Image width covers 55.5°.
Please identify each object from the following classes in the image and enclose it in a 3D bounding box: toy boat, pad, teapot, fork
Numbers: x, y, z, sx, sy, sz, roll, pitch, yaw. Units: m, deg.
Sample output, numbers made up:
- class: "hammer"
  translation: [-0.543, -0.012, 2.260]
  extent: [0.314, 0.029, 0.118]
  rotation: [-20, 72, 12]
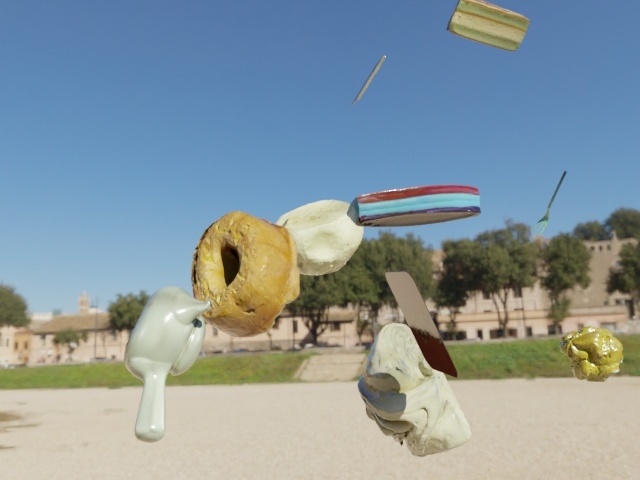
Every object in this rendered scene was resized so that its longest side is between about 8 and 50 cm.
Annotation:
- class: "toy boat"
  translation: [0.258, -0.088, 1.570]
  extent: [0.392, 0.079, 0.136]
  rotation: [-5, -27, -22]
- class: "pad"
  translation: [0.232, 0.191, 1.414]
  extent: [0.004, 0.267, 0.181]
  rotation: [-27, 3, -13]
- class: "teapot"
  translation: [-0.341, 0.251, 1.282]
  extent: [0.149, 0.318, 0.220]
  rotation: [25, -22, -11]
- class: "fork"
  translation: [0.776, -0.124, 2.040]
  extent: [0.021, 0.235, 0.039]
  rotation: [-2, 31, -40]

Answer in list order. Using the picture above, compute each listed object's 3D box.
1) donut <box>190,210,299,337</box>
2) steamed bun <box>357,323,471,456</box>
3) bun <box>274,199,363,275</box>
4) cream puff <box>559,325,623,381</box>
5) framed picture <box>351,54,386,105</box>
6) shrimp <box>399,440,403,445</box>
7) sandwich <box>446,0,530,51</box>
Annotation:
- class: "donut"
  translation: [-0.192, 0.081, 1.506]
  extent: [0.317, 0.299, 0.150]
  rotation: [26, -3, 45]
- class: "steamed bun"
  translation: [0.241, 0.441, 1.703]
  extent: [0.247, 0.339, 0.352]
  rotation: [-30, -53, 5]
- class: "bun"
  translation: [0.000, 0.000, 2.270]
  extent: [0.348, 0.227, 0.352]
  rotation: [-6, 25, 20]
- class: "cream puff"
  translation: [0.715, 0.297, 1.618]
  extent: [0.156, 0.156, 0.121]
  rotation: [0, -24, -9]
- class: "framed picture"
  translation: [0.134, -0.452, 1.738]
  extent: [0.010, 0.136, 0.201]
  rotation: [33, 6, -5]
- class: "shrimp"
  translation: [0.263, 0.550, 1.887]
  extent: [0.101, 0.190, 0.042]
  rotation: [11, -50, 9]
- class: "sandwich"
  translation: [0.353, -0.449, 1.275]
  extent: [0.163, 0.079, 0.113]
  rotation: [24, 30, 3]
